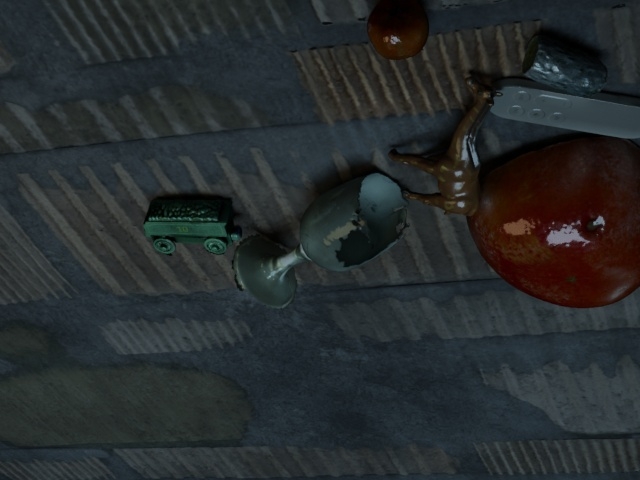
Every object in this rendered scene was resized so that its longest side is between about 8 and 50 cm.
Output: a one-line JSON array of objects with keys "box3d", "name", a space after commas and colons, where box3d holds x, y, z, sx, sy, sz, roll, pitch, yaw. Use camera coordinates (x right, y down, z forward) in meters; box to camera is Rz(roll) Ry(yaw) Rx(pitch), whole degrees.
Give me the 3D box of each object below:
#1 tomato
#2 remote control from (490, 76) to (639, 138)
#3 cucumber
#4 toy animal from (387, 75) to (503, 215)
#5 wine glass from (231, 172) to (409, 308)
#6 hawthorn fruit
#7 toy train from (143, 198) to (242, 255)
[{"box3d": [0.387, 0.003, 1.929, 0.338, 0.144, 0.338, 2, 142, 1], "name": "tomato"}, {"box3d": [0.355, -0.186, 1.778, 0.244, 0.022, 0.077, 10, 150, -2], "name": "remote control"}, {"box3d": [0.325, -0.230, 1.676, 0.112, 0.064, 0.064, 16, 147, -17], "name": "cucumber"}, {"box3d": [0.195, -0.132, 1.843, 0.229, 0.066, 0.224, 0, 122, 47], "name": "toy animal"}, {"box3d": [0.000, 0.000, 2.048, 0.143, 0.143, 0.321, 28, 142, -29], "name": "wine glass"}, {"box3d": [0.104, -0.269, 1.648, 0.081, 0.081, 0.093, 1, 148, 11], "name": "hawthorn fruit"}, {"box3d": [-0.218, -0.028, 2.112, 0.172, 0.070, 0.099, 1, 140, 13], "name": "toy train"}]
